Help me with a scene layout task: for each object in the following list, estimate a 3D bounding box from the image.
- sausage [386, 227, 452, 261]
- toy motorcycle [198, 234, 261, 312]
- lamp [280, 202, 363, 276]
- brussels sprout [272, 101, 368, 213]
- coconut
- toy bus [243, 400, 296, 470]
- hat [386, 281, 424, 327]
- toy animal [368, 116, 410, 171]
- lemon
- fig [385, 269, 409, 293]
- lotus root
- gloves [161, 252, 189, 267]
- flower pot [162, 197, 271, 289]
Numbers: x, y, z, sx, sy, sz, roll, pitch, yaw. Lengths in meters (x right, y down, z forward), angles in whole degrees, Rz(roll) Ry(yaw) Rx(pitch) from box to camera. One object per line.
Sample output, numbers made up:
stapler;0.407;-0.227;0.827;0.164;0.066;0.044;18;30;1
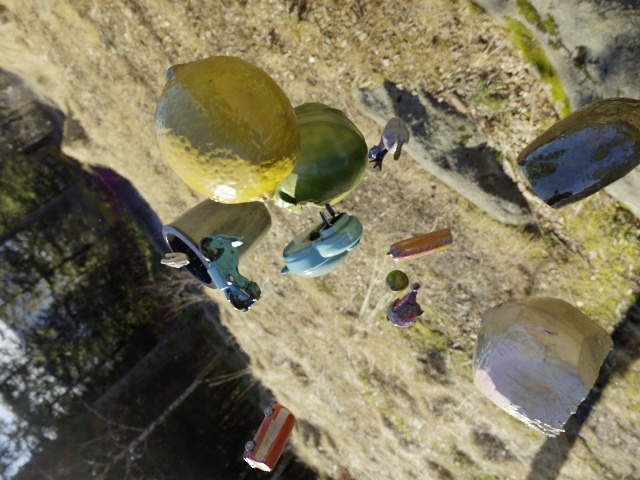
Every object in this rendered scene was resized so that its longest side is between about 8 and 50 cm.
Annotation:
sausage;0.138;0.008;0.735;0.031;0.107;0.031;37;134;51
toy motorcycle;-0.284;0.091;1.662;0.124;0.182;0.272;-21;104;27
lamp;0.008;0.009;1.458;0.147;0.209;0.284;43;143;-1
brussels sprout;-0.026;-0.245;1.515;0.315;0.371;0.275;-39;63;38
coconut;0.632;0.342;1.569;0.405;0.404;0.404;33;148;24
toy bus;-0.130;0.525;1.402;0.077;0.174;0.079;6;141;35
hat;0.352;0.249;2.056;0.140;0.128;0.227;18;134;-2
toy animal;0.247;-0.334;1.733;0.091;0.195;0.324;18;179;-10
lemon;-0.206;-0.249;1.188;0.336;0.336;0.336;33;148;24
fig;0.234;0.131;1.602;0.074;0.088;0.073;6;111;15
lotus root;0.756;-0.254;1.464;0.346;0.250;0.250;-33;99;37
gloves;-0.365;0.048;1.326;0.081;0.037;0.044;-7;123;7
flower pot;-0.362;-0.027;1.934;0.294;0.330;0.293;36;150;24
